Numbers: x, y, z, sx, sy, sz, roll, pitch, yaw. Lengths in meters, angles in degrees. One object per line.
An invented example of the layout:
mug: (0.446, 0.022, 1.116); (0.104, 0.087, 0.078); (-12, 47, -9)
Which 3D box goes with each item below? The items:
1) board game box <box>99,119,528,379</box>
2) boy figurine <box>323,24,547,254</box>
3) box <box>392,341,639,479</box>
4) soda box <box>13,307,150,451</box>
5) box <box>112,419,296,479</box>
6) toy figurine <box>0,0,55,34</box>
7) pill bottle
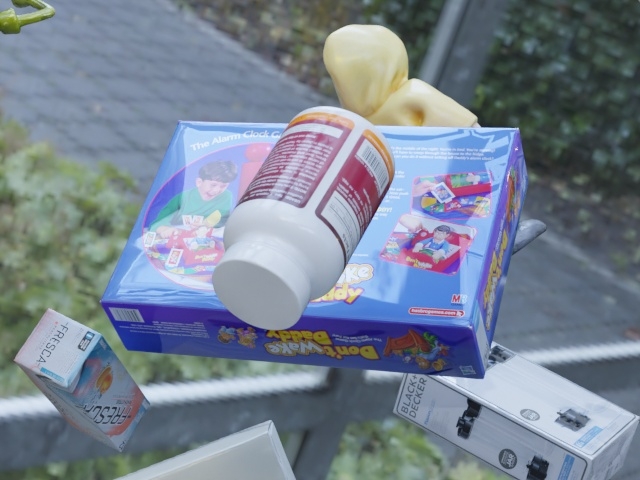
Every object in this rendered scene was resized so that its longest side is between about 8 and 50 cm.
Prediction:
board game box: (0.000, 0.000, 1.389); (0.347, 0.078, 0.233); (3, 51, 20)
boy figurine: (0.095, -0.090, 1.509); (0.092, 0.177, 0.285); (-34, 86, -41)
box: (0.265, 0.238, 2.043); (0.290, 0.087, 0.169); (27, 29, 27)
soda box: (-0.216, 0.132, 1.377); (0.063, 0.058, 0.183); (24, -19, 19)
box: (-0.171, 0.331, 1.903); (0.275, 0.113, 0.094); (-20, 3, 1)
toy figurine: (-0.372, -0.154, 1.253); (0.191, 0.217, 0.362); (-22, 46, -33)
pill bottle: (-0.013, -0.015, 1.016); (0.086, 0.086, 0.152); (23, 50, 9)
